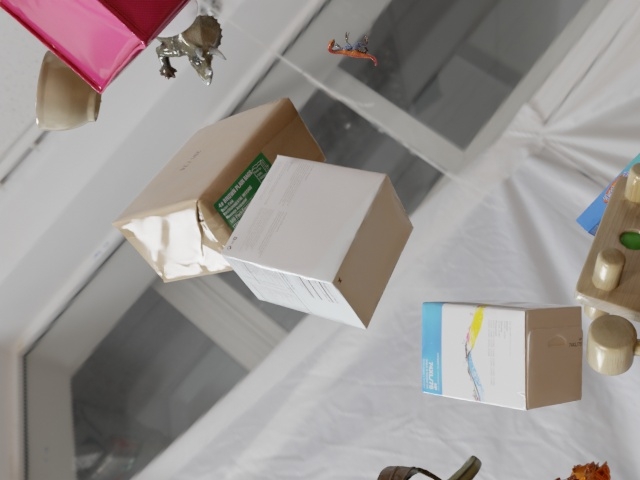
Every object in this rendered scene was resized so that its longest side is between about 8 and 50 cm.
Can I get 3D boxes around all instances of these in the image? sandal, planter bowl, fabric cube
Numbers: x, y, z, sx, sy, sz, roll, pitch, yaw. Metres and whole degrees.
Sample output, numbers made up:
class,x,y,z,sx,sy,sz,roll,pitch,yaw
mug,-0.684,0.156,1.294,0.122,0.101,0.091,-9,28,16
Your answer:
class,x,y,z,sx,sy,sz,roll,pitch,yaw
sandal,0.090,0.356,1.137,0.302,0.086,0.120,-19,-27,-18
planter bowl,-0.500,-0.294,1.681,0.162,0.109,0.162,-173,90,-82
fabric cube,-0.227,-0.353,0.889,0.258,0.259,0.254,-54,19,-17

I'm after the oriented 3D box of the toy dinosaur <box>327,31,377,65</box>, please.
class,x,y,z,sx,sy,sz,roll,pitch,yaw
toy dinosaur,0.058,-0.378,1.645,0.082,0.090,0.047,-24,-27,-22

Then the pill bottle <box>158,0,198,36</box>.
class,x,y,z,sx,sy,sz,roll,pitch,yaw
pill bottle,-0.241,-0.378,1.165,0.108,0.193,0.108,-22,-29,-13

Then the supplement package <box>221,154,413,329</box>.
class,x,y,z,sx,sy,sz,roll,pitch,yaw
supplement package,0.000,0.000,1.276,0.194,0.203,0.149,-62,-35,-22

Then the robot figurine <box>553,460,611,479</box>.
class,x,y,z,sx,sy,sz,roll,pitch,yaw
robot figurine,0.461,0.519,1.358,0.085,0.291,0.211,-24,-14,33

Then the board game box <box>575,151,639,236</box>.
class,x,y,z,sx,sy,sz,roll,pitch,yaw
board game box,0.660,-0.084,1.765,0.160,0.047,0.210,23,-66,-44

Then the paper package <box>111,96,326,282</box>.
class,x,y,z,sx,sy,sz,roll,pitch,yaw
paper package,-0.192,-0.098,1.630,0.309,0.168,0.325,-12,34,45

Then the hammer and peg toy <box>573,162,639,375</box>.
class,x,y,z,sx,sy,sz,roll,pitch,yaw
hammer and peg toy,0.492,0.067,1.130,0.361,0.266,0.127,-58,-25,-35

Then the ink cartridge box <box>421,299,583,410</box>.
class,x,y,z,sx,sy,sz,roll,pitch,yaw
ink cartridge box,0.373,0.227,1.727,0.198,0.270,0.197,1,-91,-40

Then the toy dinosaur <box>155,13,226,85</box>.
class,x,y,z,sx,sy,sz,roll,pitch,yaw
toy dinosaur,-0.280,-0.384,1.434,0.121,0.313,0.160,-49,0,-31
